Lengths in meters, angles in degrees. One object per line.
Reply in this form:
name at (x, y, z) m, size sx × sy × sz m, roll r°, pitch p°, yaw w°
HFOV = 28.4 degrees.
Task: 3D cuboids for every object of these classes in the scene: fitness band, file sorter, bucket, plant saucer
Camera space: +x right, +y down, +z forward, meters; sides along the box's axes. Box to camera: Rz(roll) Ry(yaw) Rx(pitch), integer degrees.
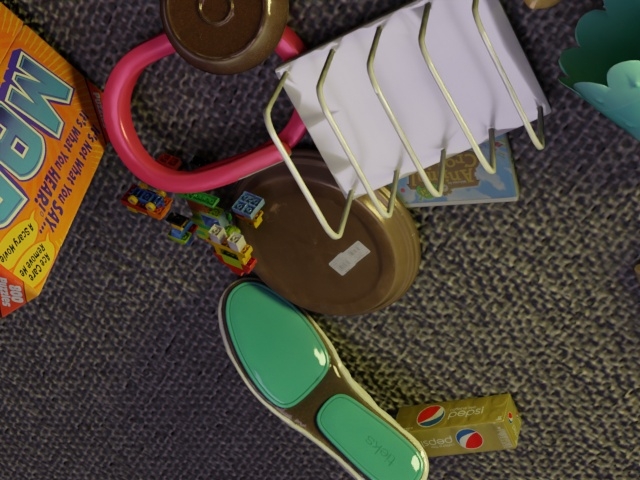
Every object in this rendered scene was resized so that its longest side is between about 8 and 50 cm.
fitness band at (-0.140, -0.176, 1.613) m, size 0.291 × 0.054 × 0.209 m, roll -19°, pitch 103°, yaw 22°
file sorter at (0.102, -0.150, 1.454) m, size 0.277 × 0.173 × 0.193 m, roll -24°, pitch 110°, yaw 18°
bucket at (0.404, -0.204, 1.296) m, size 0.183 × 0.281 × 0.281 m, roll 41°, pitch 129°, yaw -15°
plant saucer at (0.000, 0.000, 1.723) m, size 0.278 × 0.041 × 0.278 m, roll 14°, pitch 131°, yaw 16°
plant saucer at (-0.122, -0.283, 1.526) m, size 0.168 × 0.029 × 0.168 m, roll 3°, pitch 101°, yaw 16°

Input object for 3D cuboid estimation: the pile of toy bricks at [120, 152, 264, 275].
pile of toy bricks at (-0.155, -0.029, 1.716) m, size 0.212 × 0.118 × 0.105 m, roll 22°, pitch 151°, yaw 27°

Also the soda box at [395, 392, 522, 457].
soda box at (0.201, 0.276, 1.871) m, size 0.181 × 0.061 × 0.058 m, roll -11°, pitch 122°, yaw 26°

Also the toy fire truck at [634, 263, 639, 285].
toy fire truck at (0.506, 0.030, 1.535) m, size 0.246 × 0.158 × 0.217 m, roll -14°, pitch 122°, yaw 16°

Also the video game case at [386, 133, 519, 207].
video game case at (0.132, -0.126, 1.606) m, size 0.212 × 0.023 × 0.193 m, roll -3°, pitch 126°, yaw 21°

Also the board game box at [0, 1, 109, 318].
board game box at (-0.542, -0.093, 1.624) m, size 0.356 × 0.356 × 0.356 m, roll -28°, pitch 122°, yaw 34°

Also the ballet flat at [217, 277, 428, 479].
ballet flat at (-0.005, 0.226, 1.848) m, size 0.400 × 0.139 × 0.139 m, roll 46°, pitch 130°, yaw 7°

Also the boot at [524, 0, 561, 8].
boot at (0.309, -0.319, 1.269) m, size 0.089 × 0.236 × 0.269 m, roll 32°, pitch 129°, yaw -25°
